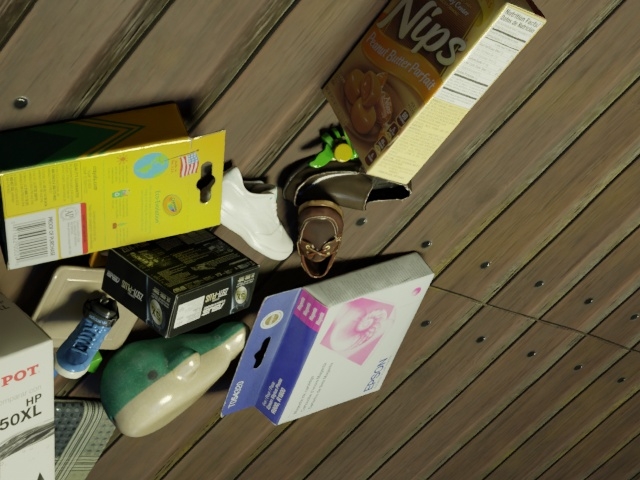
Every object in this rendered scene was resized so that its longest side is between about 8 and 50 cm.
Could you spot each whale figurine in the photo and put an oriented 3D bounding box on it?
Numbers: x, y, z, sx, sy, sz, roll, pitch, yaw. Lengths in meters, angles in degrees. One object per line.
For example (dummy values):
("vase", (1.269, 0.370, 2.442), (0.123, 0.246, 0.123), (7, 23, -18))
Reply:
("whale figurine", (-0.247, 0.206, 2.286), (0.272, 0.141, 0.216), (-36, 171, -24))

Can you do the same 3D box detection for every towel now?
("towel", (-0.535, 0.379, 2.377), (0.312, 0.056, 0.324), (6, 130, -39))

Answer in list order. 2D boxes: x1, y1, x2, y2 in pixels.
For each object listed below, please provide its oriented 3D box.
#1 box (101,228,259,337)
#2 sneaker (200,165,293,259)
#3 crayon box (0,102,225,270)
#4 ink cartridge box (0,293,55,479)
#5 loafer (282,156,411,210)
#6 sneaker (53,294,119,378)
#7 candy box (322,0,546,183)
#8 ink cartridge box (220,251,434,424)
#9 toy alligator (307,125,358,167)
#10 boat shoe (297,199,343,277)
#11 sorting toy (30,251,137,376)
("box", (-0.207, 0.055, 2.042), (0.180, 0.147, 0.077), (-21, 135, -48))
("sneaker", (-0.092, -0.044, 2.115), (0.094, 0.080, 0.212), (-47, 139, 7))
("crayon box", (-0.298, -0.080, 1.939), (0.318, 0.081, 0.202), (-11, 140, -18))
("ink cartridge box", (-0.555, 0.311, 2.046), (0.285, 0.166, 0.395), (-20, 128, -37))
("loafer", (0.049, -0.087, 2.135), (0.220, 0.078, 0.080), (-11, 140, -20))
("sneaker", (-0.348, 0.137, 2.057), (0.058, 0.152, 0.084), (28, 121, 3))
("candy box", (0.150, -0.255, 1.912), (0.087, 0.183, 0.316), (12, 129, -40))
("ink cartridge box", (0.012, 0.185, 2.393), (0.330, 0.071, 0.324), (-17, 144, -35))
("toy alligator", (0.066, -0.157, 2.091), (0.189, 0.056, 0.051), (-17, 101, -13))
("boat shoe", (0.000, 0.000, 2.160), (0.073, 0.073, 0.207), (2, 160, 3))
("sorting toy", (-0.362, 0.096, 2.141), (0.196, 0.047, 0.348), (2, 135, -38))
